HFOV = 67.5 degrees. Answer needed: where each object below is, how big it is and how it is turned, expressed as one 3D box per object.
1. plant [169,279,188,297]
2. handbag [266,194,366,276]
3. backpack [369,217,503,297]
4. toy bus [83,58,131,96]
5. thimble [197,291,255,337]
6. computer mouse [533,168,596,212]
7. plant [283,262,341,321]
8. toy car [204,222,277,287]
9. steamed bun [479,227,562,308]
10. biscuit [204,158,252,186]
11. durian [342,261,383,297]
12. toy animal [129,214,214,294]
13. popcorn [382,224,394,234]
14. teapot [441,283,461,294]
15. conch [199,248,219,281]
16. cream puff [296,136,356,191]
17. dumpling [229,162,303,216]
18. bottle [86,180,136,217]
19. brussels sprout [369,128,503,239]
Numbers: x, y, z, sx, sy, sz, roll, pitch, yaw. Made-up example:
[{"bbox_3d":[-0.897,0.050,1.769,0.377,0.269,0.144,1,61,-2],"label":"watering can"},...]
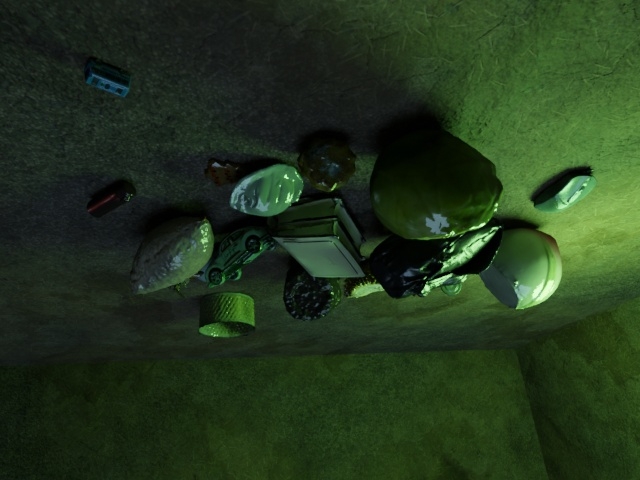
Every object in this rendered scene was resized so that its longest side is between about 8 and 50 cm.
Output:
[{"bbox_3d":[-0.568,0.173,1.888,0.116,0.122,0.104,-11,166,-3],"label":"plant"},{"bbox_3d":[0.000,0.000,1.585,0.236,0.160,0.358,-7,154,17],"label":"handbag"},{"bbox_3d":[0.391,0.041,1.593,0.445,0.255,0.363,-32,170,5],"label":"backpack"},{"bbox_3d":[-0.424,-0.322,0.954,0.083,0.046,0.038,15,148,-38],"label":"toy bus"},{"bbox_3d":[-0.440,0.353,2.244,0.270,0.150,0.271,-5,154,-2],"label":"thimble"},{"bbox_3d":[0.782,-0.143,1.527,0.113,0.069,0.229,4,153,-22],"label":"computer mouse"},{"bbox_3d":[-0.024,0.183,1.921,0.215,0.213,0.312,-9,-168,13],"label":"plant"},{"bbox_3d":[-0.274,0.037,1.597,0.305,0.125,0.136,-37,172,18],"label":"toy car"},{"bbox_3d":[0.758,0.081,1.769,0.309,0.310,0.309,-4,155,-2],"label":"steamed bun"},{"bbox_3d":[-0.251,-0.184,1.307,0.129,0.019,0.119,-5,155,-2],"label":"biscuit"},{"bbox_3d":[0.196,0.161,1.974,0.249,0.138,0.183,-22,-176,9],"label":"durian"},{"bbox_3d":[-0.454,0.031,1.524,0.358,0.188,0.226,-35,173,27],"label":"toy animal"},{"bbox_3d":[0.252,-0.049,1.640,0.083,0.057,0.082,4,155,-24],"label":"popcorn"},{"bbox_3d":[0.585,0.198,2.216,0.092,0.124,0.091,-48,169,-3],"label":"teapot"},{"bbox_3d":[-0.364,0.086,1.767,0.221,0.121,0.185,-22,180,23],"label":"conch"},{"bbox_3d":[0.012,-0.197,1.229,0.146,0.146,0.116,1,-167,-13],"label":"cream puff"},{"bbox_3d":[-0.151,-0.146,1.333,0.219,0.153,0.108,-13,-156,-28],"label":"dumpling"},{"bbox_3d":[-0.583,-0.115,1.343,0.164,0.060,0.060,-21,150,29],"label":"bottle"},{"bbox_3d":[0.281,-0.125,1.211,0.343,0.344,0.268,8,138,-25],"label":"brussels sprout"}]
